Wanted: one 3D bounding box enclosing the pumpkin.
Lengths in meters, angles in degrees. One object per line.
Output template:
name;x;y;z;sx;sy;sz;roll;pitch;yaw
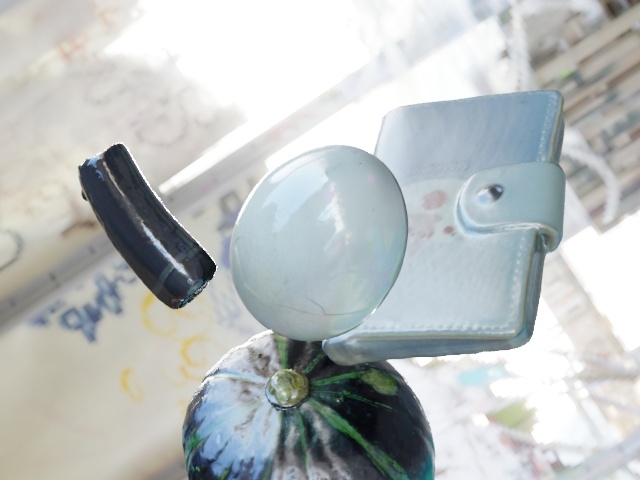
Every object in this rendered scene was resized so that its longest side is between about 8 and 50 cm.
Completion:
pumpkin;-0.018;0.242;1.837;0.238;0.315;0.315;78;165;-52

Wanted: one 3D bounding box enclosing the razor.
razor;-0.150;-0.012;1.283;0.148;0.054;0.090;52;159;4

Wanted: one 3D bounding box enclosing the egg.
egg;0.000;0.000;1.324;0.151;0.151;0.209;59;148;26

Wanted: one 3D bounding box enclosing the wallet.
wallet;0.145;-0.023;1.654;0.083;0.252;0.360;57;-144;-42
